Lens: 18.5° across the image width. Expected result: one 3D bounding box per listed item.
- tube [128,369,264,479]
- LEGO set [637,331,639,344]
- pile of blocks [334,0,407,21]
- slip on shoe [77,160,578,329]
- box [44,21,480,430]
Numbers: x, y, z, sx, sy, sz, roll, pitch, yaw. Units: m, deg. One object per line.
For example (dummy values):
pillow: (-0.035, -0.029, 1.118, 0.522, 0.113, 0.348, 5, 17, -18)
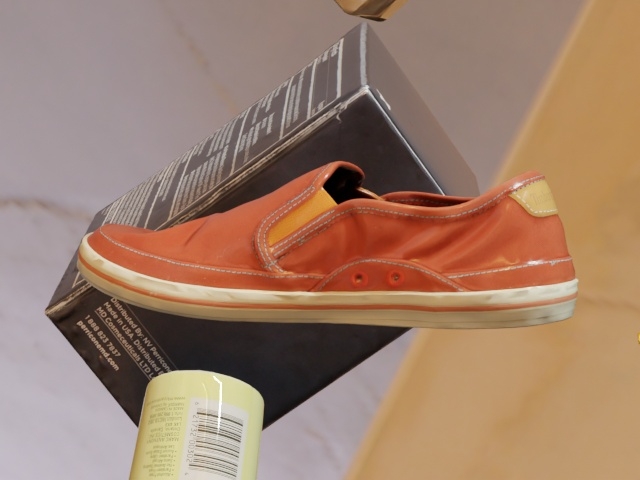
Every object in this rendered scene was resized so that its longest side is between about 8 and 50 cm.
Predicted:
tube: (-0.072, 0.180, 0.936, 0.062, 0.240, 0.070, 30, -38, -34)
LEGO set: (0.332, 0.061, 1.521, 0.107, 0.287, 0.132, 25, -22, -27)
pile of blocks: (0.022, -0.234, 0.441, 0.149, 0.362, 0.112, -1, 4, 13)
slip on shoe: (0.000, 0.000, 1.244, 0.331, 0.101, 0.123, 0, 6, 23)
box: (-0.031, 0.001, 1.553, 0.182, 0.294, 0.296, 52, 11, -12)
